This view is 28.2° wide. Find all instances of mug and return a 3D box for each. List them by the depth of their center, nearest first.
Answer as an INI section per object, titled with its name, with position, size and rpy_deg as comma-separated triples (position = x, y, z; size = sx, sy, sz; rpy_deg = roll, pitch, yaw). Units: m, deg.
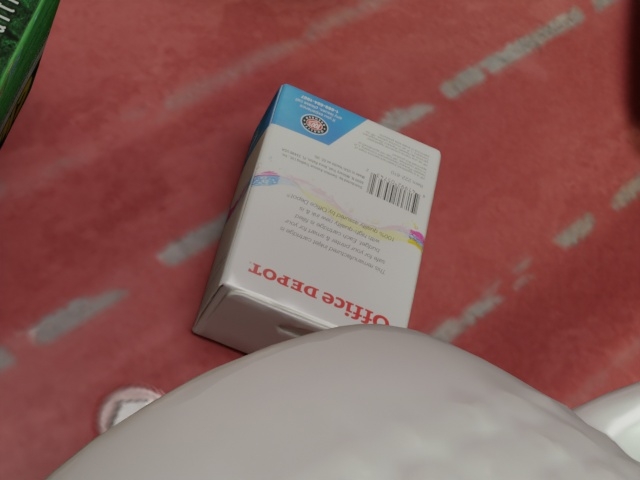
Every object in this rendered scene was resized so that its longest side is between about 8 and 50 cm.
[mug]
position = 0.085, 0.180, 0.374
size = 0.374, 0.276, 0.328
rpy_deg = -28, 67, -12

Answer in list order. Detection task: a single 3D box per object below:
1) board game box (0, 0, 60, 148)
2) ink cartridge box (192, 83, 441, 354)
[board game box]
position = -0.154, -0.008, 0.481
size = 0.030, 0.136, 0.260
rpy_deg = 22, 54, -9
[ink cartridge box]
position = 0.000, 0.000, 0.601
size = 0.088, 0.052, 0.122
rpy_deg = 23, 53, -11
